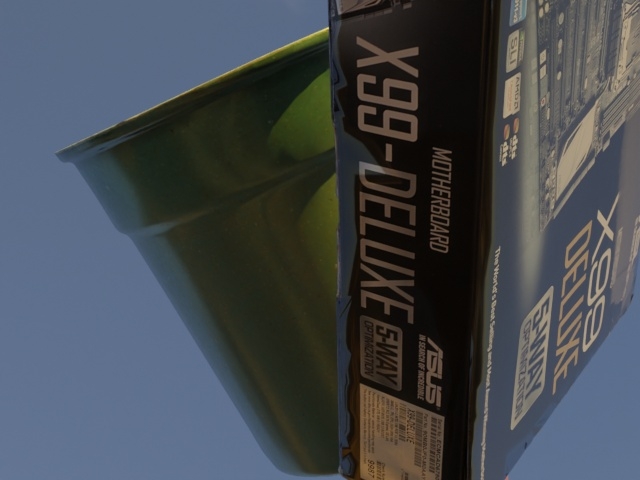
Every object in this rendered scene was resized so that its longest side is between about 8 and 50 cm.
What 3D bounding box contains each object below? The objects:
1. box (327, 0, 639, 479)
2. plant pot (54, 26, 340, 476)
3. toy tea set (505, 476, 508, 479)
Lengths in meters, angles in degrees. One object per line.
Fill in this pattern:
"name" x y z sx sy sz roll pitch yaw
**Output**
"box" 0.100 -0.052 0.486 0.077 0.242 0.307 17 -56 30
"plant pot" 0.000 0.000 0.860 0.341 0.341 0.334 -25 -80 0
"toy tea set" 0.130 0.331 1.165 0.200 0.336 0.124 -17 -59 15
